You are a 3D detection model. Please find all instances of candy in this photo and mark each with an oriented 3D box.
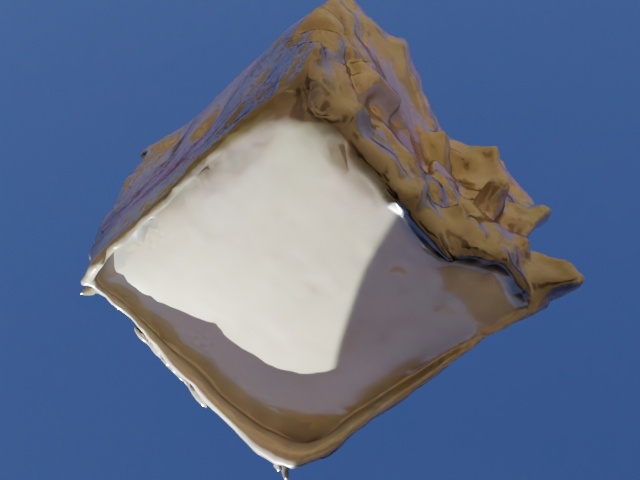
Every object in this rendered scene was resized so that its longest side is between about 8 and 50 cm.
[{"bbox_3d":[0.000,0.000,0.709,0.195,0.185,0.137,-40,-166,21],"label":"candy"}]
